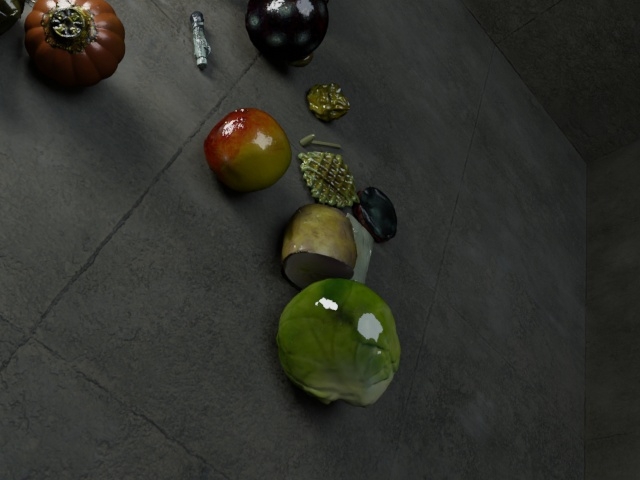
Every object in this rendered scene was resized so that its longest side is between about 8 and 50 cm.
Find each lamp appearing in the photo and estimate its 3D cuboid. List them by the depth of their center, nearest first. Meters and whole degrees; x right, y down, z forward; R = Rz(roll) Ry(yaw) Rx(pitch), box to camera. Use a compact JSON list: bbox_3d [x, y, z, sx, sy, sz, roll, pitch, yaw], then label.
[{"bbox_3d":[-0.565,-0.467,1.420,0.223,0.196,0.223,1,87,-12],"label":"lamp"}]

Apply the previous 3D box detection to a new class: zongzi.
[{"bbox_3d":[-0.759,-0.482,1.335,0.111,0.241,0.247,60,-2,-32],"label":"zongzi"}]

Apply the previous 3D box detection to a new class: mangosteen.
[{"bbox_3d":[-0.102,-0.703,1.989,0.288,0.288,0.288,24,53,-36],"label":"mangosteen"}]

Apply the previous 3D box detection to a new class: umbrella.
[{"bbox_3d":[-0.355,-0.596,1.823,0.050,0.046,0.188,-9,69,-3],"label":"umbrella"}]

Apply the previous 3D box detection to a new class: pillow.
[{"bbox_3d":[0.102,0.038,1.938,0.148,0.050,0.229,35,49,-21],"label":"pillow"}]

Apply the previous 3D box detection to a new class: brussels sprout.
[{"bbox_3d":[0.053,0.263,1.607,0.344,0.344,0.268,65,7,4],"label":"brussels sprout"}]

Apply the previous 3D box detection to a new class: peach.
[{"bbox_3d":[-0.197,-0.244,1.671,0.231,0.231,0.231,24,53,-36],"label":"peach"}]

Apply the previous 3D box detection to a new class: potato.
[{"bbox_3d":[0.000,0.000,1.745,0.229,0.229,0.266,32,44,-30],"label":"potato"}]

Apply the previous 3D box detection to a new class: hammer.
[{"bbox_3d":[0.016,-0.330,2.057,0.195,0.060,0.028,-3,70,-51],"label":"hammer"}]

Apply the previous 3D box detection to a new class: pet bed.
[{"bbox_3d":[0.191,-0.093,2.101,0.201,0.053,0.201,24,54,-37],"label":"pet bed"}]

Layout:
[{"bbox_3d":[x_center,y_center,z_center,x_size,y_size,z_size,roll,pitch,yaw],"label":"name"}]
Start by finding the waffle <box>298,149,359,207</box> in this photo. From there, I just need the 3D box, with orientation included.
[{"bbox_3d":[0.028,-0.199,1.991,0.214,0.054,0.207,-9,78,-42],"label":"waffle"}]

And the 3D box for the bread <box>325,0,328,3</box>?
[{"bbox_3d":[-0.058,-0.955,2.287,0.178,0.142,0.266,69,4,-75],"label":"bread"}]

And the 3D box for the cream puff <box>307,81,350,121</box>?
[{"bbox_3d":[0.033,-0.482,2.111,0.146,0.116,0.146,21,58,-38],"label":"cream puff"}]
